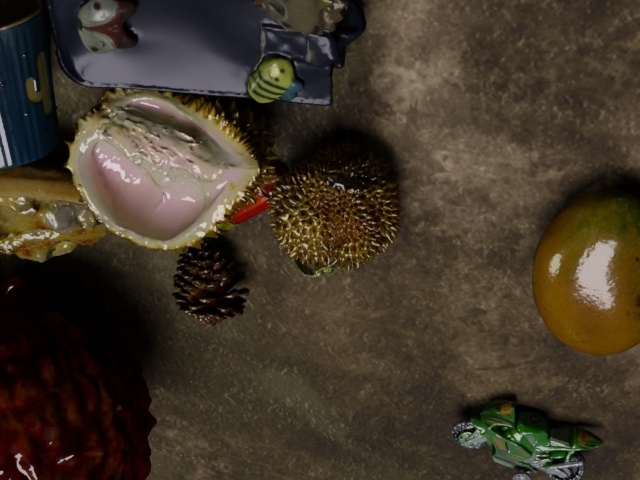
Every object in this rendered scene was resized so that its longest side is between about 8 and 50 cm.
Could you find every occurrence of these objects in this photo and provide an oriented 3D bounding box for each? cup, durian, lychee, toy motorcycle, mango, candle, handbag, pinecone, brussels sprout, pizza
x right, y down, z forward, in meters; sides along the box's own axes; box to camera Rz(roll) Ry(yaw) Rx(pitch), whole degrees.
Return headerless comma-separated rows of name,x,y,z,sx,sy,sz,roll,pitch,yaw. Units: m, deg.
cup,-0.333,-0.174,1.568,0.131,0.176,0.155,4,117,20
durian,0.016,-0.037,1.705,0.158,0.137,0.168,-23,149,-15
lychee,-0.433,0.235,1.963,0.425,0.424,0.500,0,108,18
toy motorcycle,0.275,0.267,2.004,0.190,0.074,0.106,19,130,-2
durian,-0.167,-0.090,1.700,0.250,0.138,0.183,13,120,12
mango,0.316,0.035,1.698,0.152,0.120,0.221,-1,129,15
candle,-0.084,-0.055,1.784,0.131,0.052,0.052,-28,122,38
handbag,-0.119,-0.281,1.502,0.329,0.122,0.303,8,137,8
pinecone,-0.143,0.056,1.887,0.102,0.102,0.109,-3,127,22
brussels sprout,0.000,0.000,1.812,0.085,0.058,0.085,13,120,23
pizza,-0.377,-0.030,1.808,0.323,0.089,0.223,5,160,-28
